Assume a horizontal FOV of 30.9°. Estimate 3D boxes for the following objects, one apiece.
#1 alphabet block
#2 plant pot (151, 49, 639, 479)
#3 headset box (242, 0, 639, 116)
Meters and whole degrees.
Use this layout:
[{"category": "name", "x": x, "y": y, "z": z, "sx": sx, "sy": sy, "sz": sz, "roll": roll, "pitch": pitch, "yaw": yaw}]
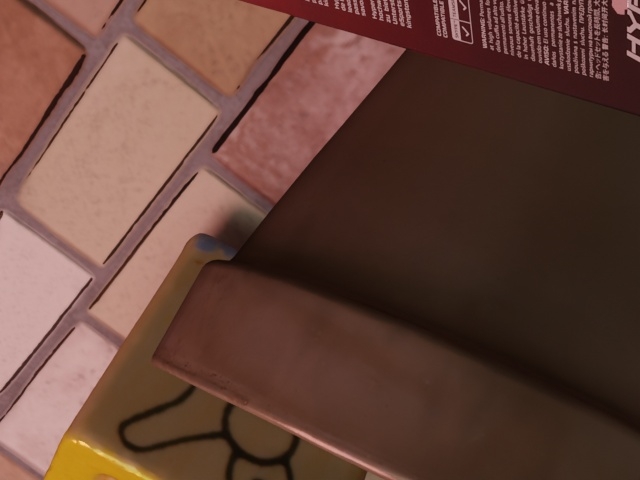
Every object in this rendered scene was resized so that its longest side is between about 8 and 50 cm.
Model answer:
[{"category": "alphabet block", "x": -0.076, "y": 0.150, "z": 0.834, "sx": 0.192, "sy": 0.197, "sz": 0.193, "roll": 29, "pitch": 137, "yaw": -1}, {"category": "plant pot", "x": 0.115, "y": 0.011, "z": 0.622, "sx": 0.323, "sy": 0.323, "sz": 0.280, "roll": 26, "pitch": 82, "yaw": 1}, {"category": "headset box", "x": 0.085, "y": -0.182, "z": 0.525, "sx": 0.293, "sy": 0.218, "sz": 0.110, "roll": 23, "pitch": 138, "yaw": 36}]
